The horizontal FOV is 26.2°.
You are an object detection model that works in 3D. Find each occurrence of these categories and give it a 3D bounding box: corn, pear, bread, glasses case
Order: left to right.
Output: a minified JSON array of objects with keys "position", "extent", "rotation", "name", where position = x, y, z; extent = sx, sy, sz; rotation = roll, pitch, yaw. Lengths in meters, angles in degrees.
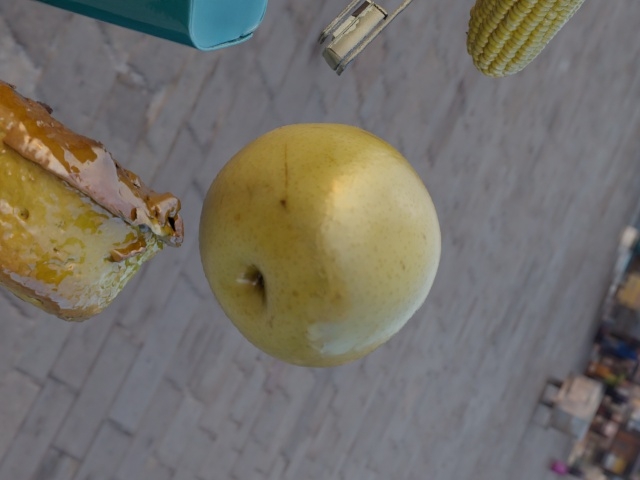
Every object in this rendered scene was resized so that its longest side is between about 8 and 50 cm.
[{"position":[-0.340,-0.054,1.583],"extent":[0.204,0.358,0.337],"rotation":[-57,171,1],"name":"bread"},{"position":[-0.204,-0.261,1.433],"extent":[0.117,0.301,0.070],"rotation":[-17,119,-48],"name":"glasses case"},{"position":[0.000,0.000,1.890],"extent":[0.348,0.348,0.348],"rotation":[-58,164,-28],"name":"pear"},{"position":[0.198,-0.233,1.193],"extent":[0.081,0.081,0.248],"rotation":[-56,-179,-35],"name":"corn"}]

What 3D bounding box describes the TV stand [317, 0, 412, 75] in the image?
[{"position":[0.091,-0.258,1.298],"extent":[0.249,0.042,0.036],"rotation":[-46,180,-7],"name":"TV stand"}]
